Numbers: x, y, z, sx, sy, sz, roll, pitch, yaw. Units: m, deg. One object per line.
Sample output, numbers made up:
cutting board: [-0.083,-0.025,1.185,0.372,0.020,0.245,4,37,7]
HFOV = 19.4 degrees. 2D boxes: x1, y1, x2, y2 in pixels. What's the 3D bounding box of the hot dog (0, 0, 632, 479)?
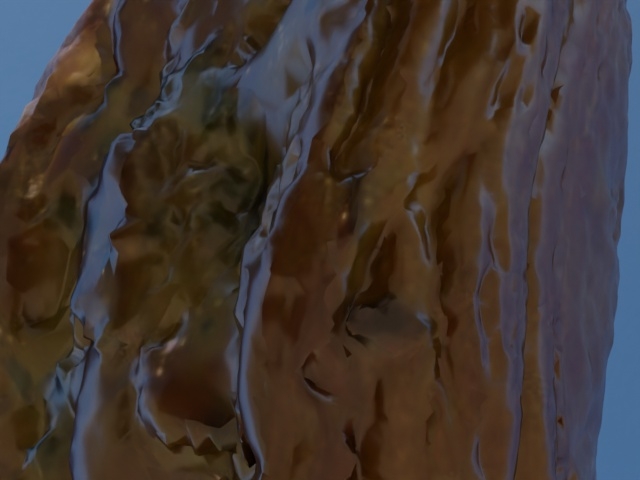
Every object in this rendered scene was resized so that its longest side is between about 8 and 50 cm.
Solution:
hot dog: [0.000,0.000,0.468,0.196,0.122,0.272,-9,-112,51]
